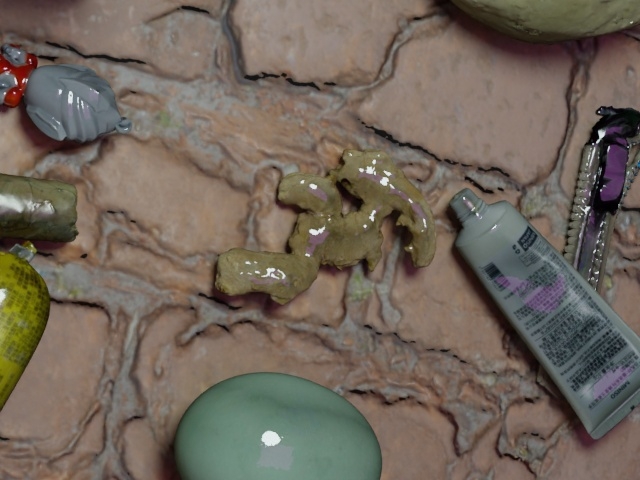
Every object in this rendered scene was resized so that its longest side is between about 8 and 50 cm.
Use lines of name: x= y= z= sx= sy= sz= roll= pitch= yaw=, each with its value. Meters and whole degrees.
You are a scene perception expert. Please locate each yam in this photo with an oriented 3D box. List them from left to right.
yam: x=-0.389 y=-0.042 z=1.433 sx=0.317 sy=0.067 sz=0.071 roll=5 pitch=62 yaw=-22

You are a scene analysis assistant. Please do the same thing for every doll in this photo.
doll: x=-0.274 y=-0.150 z=1.478 sx=0.180 sy=0.079 sz=0.094 roll=24 pitch=58 yaw=-8

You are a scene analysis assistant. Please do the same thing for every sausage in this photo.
sausage: x=-0.371 y=0.149 z=1.415 sx=0.123 sy=0.123 sz=0.347 roll=32 pitch=79 yaw=-20

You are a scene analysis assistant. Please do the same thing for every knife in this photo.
knife: x=0.328 y=0.013 z=1.748 sx=0.089 sy=0.043 sz=0.365 roll=14 pitch=87 yaw=-13

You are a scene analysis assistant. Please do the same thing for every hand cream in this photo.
hand cream: x=0.264 y=0.073 z=1.696 sx=0.124 sy=0.078 sz=0.340 roll=-42 pitch=104 yaw=-5

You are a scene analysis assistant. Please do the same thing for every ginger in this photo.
ginger: x=-0.002 y=-0.015 z=1.603 sx=0.259 sy=0.065 sz=0.149 roll=-15 pitch=85 yaw=-16

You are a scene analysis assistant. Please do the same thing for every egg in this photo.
egg: x=-0.042 y=0.224 z=1.531 sx=0.231 sy=0.168 sz=0.168 roll=14 pitch=86 yaw=-25

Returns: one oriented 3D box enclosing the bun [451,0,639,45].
bun: x=0.263 y=-0.381 z=1.612 sx=0.362 sy=0.234 sz=0.326 roll=41 pitch=82 yaw=-12
